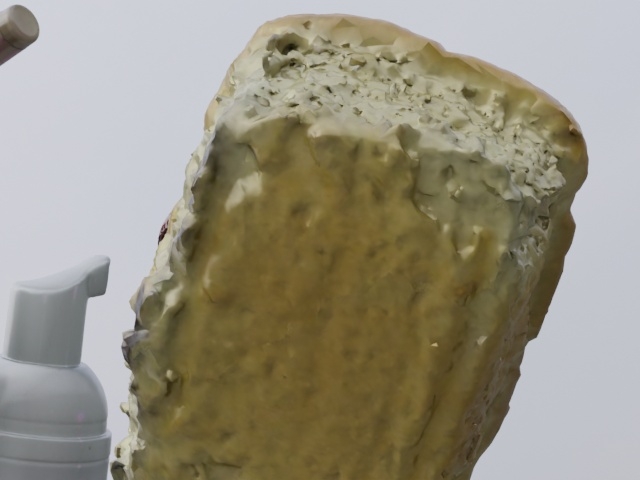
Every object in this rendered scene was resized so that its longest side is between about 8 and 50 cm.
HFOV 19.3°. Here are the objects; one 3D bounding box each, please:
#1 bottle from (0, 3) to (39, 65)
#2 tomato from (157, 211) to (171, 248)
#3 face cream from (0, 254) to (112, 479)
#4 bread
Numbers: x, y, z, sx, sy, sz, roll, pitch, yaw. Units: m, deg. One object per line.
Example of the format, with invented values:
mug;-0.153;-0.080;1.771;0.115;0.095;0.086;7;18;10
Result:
bottle;-0.306;-0.183;1.747;0.096;0.045;0.045;-28;-19;33
tomato;-0.013;0.016;1.121;0.091;0.159;0.139;-51;-4;-31
face cream;-0.259;0.192;1.670;0.145;0.370;0.145;7;2;0
bread;0.008;0.030;0.808;0.174;0.246;0.121;17;19;1
